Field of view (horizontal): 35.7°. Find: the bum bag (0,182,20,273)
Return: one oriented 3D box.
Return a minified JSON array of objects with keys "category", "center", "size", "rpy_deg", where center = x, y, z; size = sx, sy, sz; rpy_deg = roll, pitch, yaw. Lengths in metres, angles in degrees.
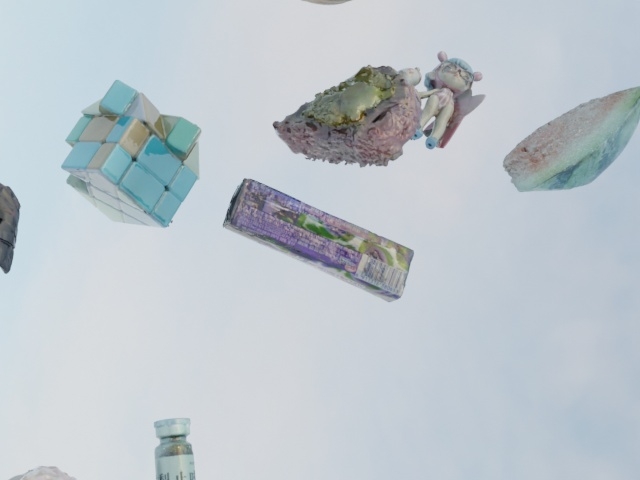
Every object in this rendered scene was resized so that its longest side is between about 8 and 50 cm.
[{"category":"bum bag","center":[-0.393,-0.020,1.229],"size":[0.034,0.058,0.124],"rpy_deg":[-18,-130,9]}]

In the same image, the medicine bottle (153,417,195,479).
[{"category":"medicine bottle","center":[-0.177,0.317,1.227],"size":[0.051,0.051,0.191],"rpy_deg":[-26,-113,53]}]

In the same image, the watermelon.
[{"category":"watermelon","center":[0.299,-0.112,1.148],"size":[0.180,0.081,0.094],"rpy_deg":[-26,-120,10]}]

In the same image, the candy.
[{"category":"candy","center":[0.000,0.000,1.591],"size":[0.088,0.312,0.061],"rpy_deg":[-69,-166,-16]}]

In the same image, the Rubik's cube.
[{"category":"Rubik's cube","center":[-0.321,-0.152,1.798],"size":[0.224,0.265,0.213],"rpy_deg":[7,-120,44]}]

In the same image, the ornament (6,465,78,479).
[{"category":"ornament","center":[-0.368,0.408,1.202],"size":[0.259,0.259,0.225],"rpy_deg":[-27,-93,52]}]

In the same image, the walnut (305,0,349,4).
[{"category":"walnut","center":[0.015,-0.541,1.813],"size":[0.228,0.228,0.227],"rpy_deg":[-17,-110,55]}]

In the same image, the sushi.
[{"category":"sushi","center":[0.054,-0.217,1.675],"size":[0.241,0.107,0.161],"rpy_deg":[6,-127,34]}]

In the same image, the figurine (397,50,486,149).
[{"category":"figurine","center":[0.237,-0.300,2.122],"size":[0.103,0.205,0.260],"rpy_deg":[107,8,-54]}]
